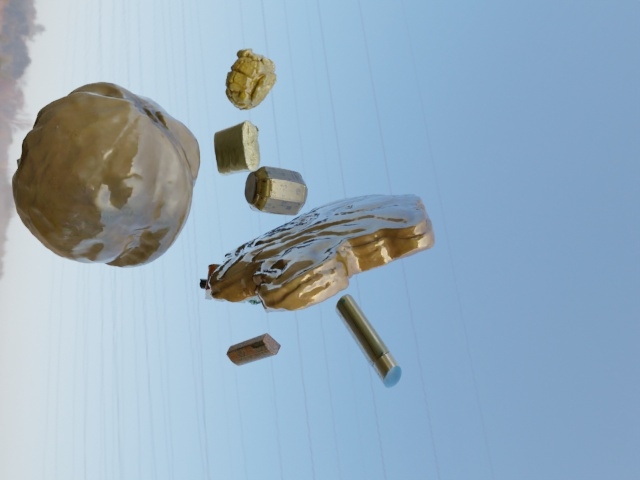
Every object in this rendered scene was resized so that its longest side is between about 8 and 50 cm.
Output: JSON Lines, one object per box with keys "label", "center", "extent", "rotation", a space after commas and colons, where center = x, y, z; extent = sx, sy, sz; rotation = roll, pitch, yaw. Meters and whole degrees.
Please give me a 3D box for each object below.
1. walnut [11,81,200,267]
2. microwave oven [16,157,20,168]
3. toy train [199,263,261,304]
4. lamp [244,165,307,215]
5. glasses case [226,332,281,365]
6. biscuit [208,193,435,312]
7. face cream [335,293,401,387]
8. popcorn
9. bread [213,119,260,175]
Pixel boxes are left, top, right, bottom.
{"label": "walnut", "center": [-0.439, -0.127, 0.891], "extent": [0.384, 0.384, 0.383], "rotation": [-8, -101, 48]}
{"label": "microwave oven", "center": [-0.904, -0.247, 1.502], "extent": [0.193, 0.241, 0.145], "rotation": [62, -7, 24]}
{"label": "toy train", "center": [-0.197, 0.110, 1.030], "extent": [0.099, 0.188, 0.072], "rotation": [123, -28, -63]}
{"label": "lamp", "center": [-0.145, -0.159, 1.384], "extent": [0.161, 0.185, 0.161], "rotation": [-16, -109, 56]}
{"label": "glasses case", "center": [-0.242, 0.392, 1.517], "extent": [0.218, 0.075, 0.049], "rotation": [-27, -154, 37]}
{"label": "biscuit", "center": [-0.001, -0.004, 0.528], "extent": [0.270, 0.376, 0.051], "rotation": [-16, -78, 12]}
{"label": "face cream", "center": [0.143, 0.301, 1.277], "extent": [0.285, 0.067, 0.139], "rotation": [56, -14, 26]}
{"label": "popcorn", "center": [-0.222, -0.527, 1.391], "extent": [0.140, 0.194, 0.163], "rotation": [33, -24, 18]}
{"label": "bread", "center": [-0.239, -0.258, 1.212], "extent": [0.178, 0.060, 0.139], "rotation": [5, -78, 49]}
